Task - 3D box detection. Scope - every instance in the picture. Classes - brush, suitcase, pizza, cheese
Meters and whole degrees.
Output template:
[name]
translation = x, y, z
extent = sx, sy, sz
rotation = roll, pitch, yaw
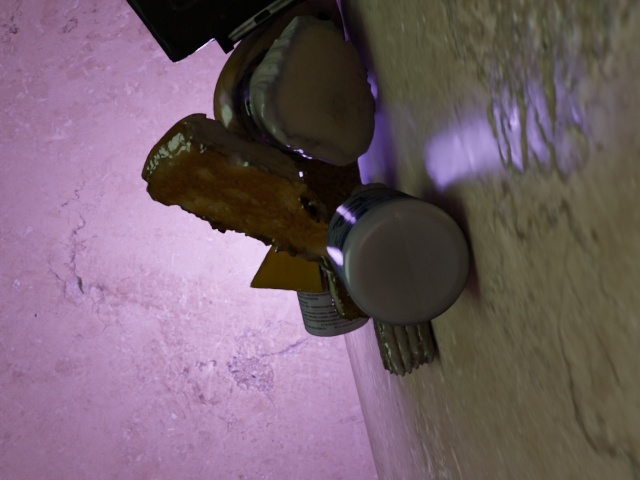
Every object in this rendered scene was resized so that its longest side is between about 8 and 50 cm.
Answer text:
[brush]
translation = -0.017, -0.215, 0.881
extent = 0.166, 0.174, 0.267
rotation = -9, 60, 58
[suitcase]
translation = -0.138, -0.411, 0.942
extent = 0.194, 0.283, 0.434
rotation = 53, -171, -31
[pizza]
translation = -0.071, -0.051, 0.864
extent = 0.189, 0.296, 0.071
rotation = -47, 18, 54
[cheese]
translation = -0.045, -0.001, 1.216
extent = 0.093, 0.126, 0.171
rotation = -21, -64, -82

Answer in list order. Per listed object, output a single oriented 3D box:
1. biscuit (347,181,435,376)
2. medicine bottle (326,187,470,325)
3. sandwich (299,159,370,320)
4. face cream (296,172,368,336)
[biscuit]
translation = 0.085, 0.050, 0.873
extent = 0.108, 0.061, 0.239
rotation = 84, 173, -81
[medicine bottle]
translation = 0.062, 0.006, 0.653
extent = 0.191, 0.106, 0.107
rotation = -123, 20, -80
[sandwich]
translation = 0.026, -0.053, 1.149
extent = 0.271, 0.099, 0.301
rotation = -99, -6, -65
[face cream]
translation = 0.000, 0.000, 1.424
extent = 0.145, 0.145, 0.370
rotation = -114, 12, -74
